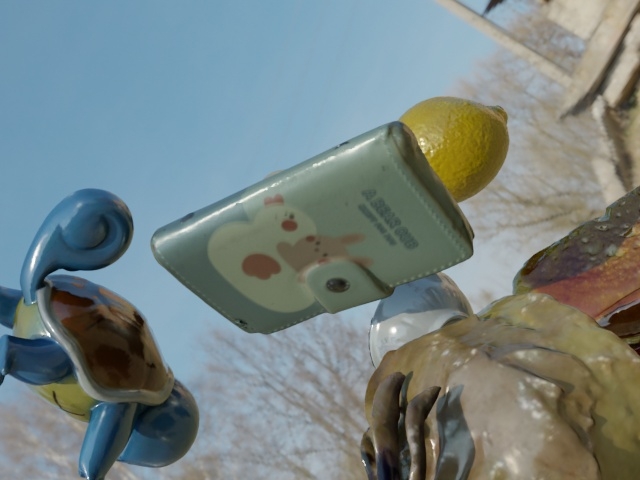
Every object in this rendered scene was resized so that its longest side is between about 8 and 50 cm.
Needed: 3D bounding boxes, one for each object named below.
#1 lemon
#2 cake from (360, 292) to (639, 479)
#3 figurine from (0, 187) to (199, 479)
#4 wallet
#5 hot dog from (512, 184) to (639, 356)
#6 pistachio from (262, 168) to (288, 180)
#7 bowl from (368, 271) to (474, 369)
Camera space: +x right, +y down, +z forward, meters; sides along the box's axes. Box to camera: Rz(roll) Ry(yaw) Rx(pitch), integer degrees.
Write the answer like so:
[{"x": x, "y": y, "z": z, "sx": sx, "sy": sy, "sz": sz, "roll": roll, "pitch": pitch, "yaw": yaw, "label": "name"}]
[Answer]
[{"x": 0.214, "y": -0.153, "z": 1.592, "sx": 0.244, "sy": 0.187, "sz": 0.187, "roll": -26, "pitch": -21, "yaw": -7, "label": "lemon"}, {"x": 0.175, "y": 0.255, "z": 1.002, "sx": 0.321, "sy": 0.332, "sz": 0.332, "roll": -27, "pitch": -28, "yaw": -29, "label": "cake"}, {"x": -0.321, "y": 0.144, "z": 1.254, "sx": 0.243, "sy": 0.298, "sz": 0.416, "roll": -26, "pitch": -62, "yaw": -22, "label": "figurine"}, {"x": 0.000, "y": 0.000, "z": 1.179, "sx": 0.252, "sy": 0.360, "sz": 0.083, "roll": 47, "pitch": -148, "yaw": -39, "label": "wallet"}, {"x": 0.489, "y": 0.049, "z": 1.351, "sx": 0.405, "sy": 0.223, "sz": 0.185, "roll": -37, "pitch": -50, "yaw": 17, "label": "hot dog"}, {"x": -0.041, "y": -0.058, "z": 1.643, "sx": 0.215, "sy": 0.144, "sz": 0.144, "roll": -16, "pitch": 21, "yaw": 49, "label": "pistachio"}, {"x": 0.169, "y": 0.141, "z": 1.374, "sx": 0.189, "sy": 0.086, "sz": 0.189, "roll": -6, "pitch": -79, "yaw": -32, "label": "bowl"}]
